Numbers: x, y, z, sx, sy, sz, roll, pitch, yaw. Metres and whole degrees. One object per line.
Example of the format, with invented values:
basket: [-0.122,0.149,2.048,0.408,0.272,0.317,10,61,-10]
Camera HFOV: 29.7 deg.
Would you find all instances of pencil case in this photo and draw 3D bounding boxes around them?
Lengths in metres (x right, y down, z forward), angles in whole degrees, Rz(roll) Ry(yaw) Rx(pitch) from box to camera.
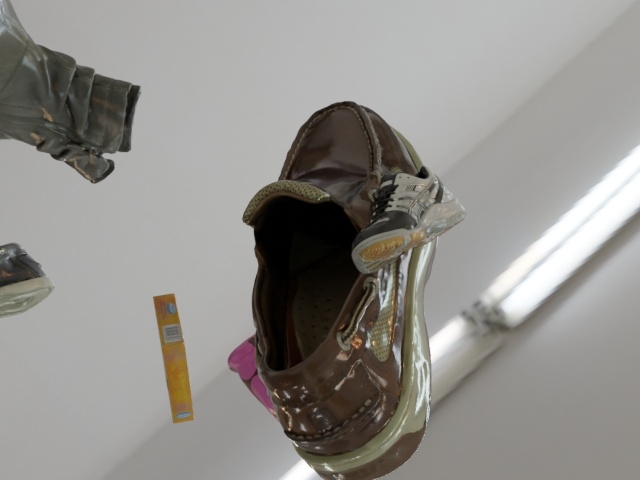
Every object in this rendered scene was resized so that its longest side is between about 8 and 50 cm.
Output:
pencil case: [-0.017,0.198,1.433,0.095,0.209,0.098,-41,168,4]

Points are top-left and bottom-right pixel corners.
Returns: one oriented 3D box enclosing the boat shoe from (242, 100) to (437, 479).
boat shoe: [0.007,-0.003,0.629,0.095,0.095,0.257,-27,-142,18]

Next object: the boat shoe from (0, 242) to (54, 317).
boat shoe: [-0.390,0.043,1.288,0.084,0.079,0.233,-35,166,27]

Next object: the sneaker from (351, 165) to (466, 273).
sneaker: [0.033,-0.011,0.553,0.032,0.037,0.083,-36,174,34]

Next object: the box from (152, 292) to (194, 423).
box: [-0.159,0.135,1.319,0.028,0.136,0.081,-11,-140,-8]

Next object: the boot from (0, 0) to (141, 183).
boot: [-0.204,-0.132,0.886,0.246,0.161,0.083,128,-24,-62]
